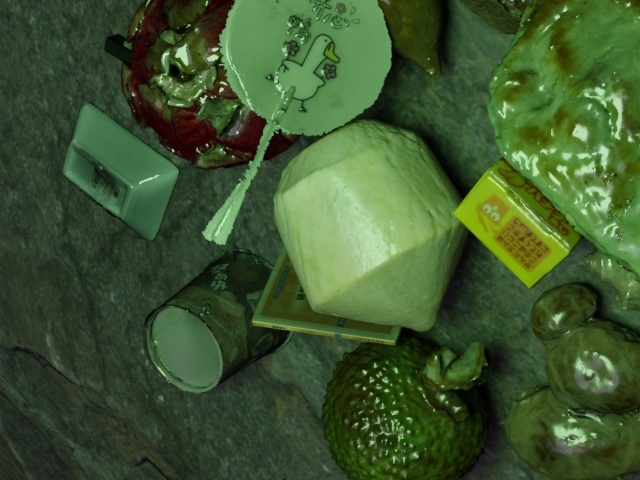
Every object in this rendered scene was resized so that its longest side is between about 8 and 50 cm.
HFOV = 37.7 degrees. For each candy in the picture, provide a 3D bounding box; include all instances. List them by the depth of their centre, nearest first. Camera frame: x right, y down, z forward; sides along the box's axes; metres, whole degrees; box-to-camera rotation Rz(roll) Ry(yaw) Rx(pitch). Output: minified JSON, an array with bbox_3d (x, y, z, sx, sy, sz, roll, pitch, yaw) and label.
[{"bbox_3d":[0.299,-0.061,1.234,0.146,0.276,0.088,43,129,8],"label":"candy"}]

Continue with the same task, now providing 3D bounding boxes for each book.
[{"bbox_3d":[0.026,0.084,1.518,0.241,0.170,0.018,6,139,19],"label":"book"}]

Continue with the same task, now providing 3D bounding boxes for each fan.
[{"bbox_3d":[-0.050,-0.181,1.258,0.233,0.012,0.415,24,93,-12],"label":"fan"}]

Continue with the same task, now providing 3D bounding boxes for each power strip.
[{"bbox_3d":[-0.333,-0.329,1.663,0.111,0.038,0.029,33,124,18],"label":"power strip"}]

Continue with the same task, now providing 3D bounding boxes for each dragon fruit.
[{"bbox_3d":[-0.134,-0.262,1.399,0.329,0.329,0.329,13,116,27],"label":"dragon fruit"}]

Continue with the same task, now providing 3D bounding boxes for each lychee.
[{"bbox_3d":[0.137,0.280,1.498,0.270,0.270,0.320,59,162,-3],"label":"lychee"}]

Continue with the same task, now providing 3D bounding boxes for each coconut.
[{"bbox_3d":[0.083,-0.011,1.381,0.329,0.329,0.329,13,116,27],"label":"coconut"}]

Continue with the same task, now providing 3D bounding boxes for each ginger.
[{"bbox_3d":[0.398,0.217,1.383,0.244,0.155,0.304,16,109,34],"label":"ginger"}]

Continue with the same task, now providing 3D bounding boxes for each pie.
[{"bbox_3d":[0.401,-0.175,1.097,0.395,0.180,0.418,33,92,14],"label":"pie"}]

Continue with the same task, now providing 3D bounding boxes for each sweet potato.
[{"bbox_3d":[0.065,-0.388,1.326,0.369,0.158,0.158,43,126,4],"label":"sweet potato"}]

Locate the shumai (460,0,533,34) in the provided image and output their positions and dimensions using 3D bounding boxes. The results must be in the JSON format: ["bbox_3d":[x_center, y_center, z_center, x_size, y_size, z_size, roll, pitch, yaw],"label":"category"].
[{"bbox_3d":[0.240,-0.388,1.233,0.175,0.166,0.206,-43,97,10],"label":"shumai"}]

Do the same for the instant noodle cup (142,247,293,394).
[{"bbox_3d":[-0.185,0.151,1.669,0.217,0.207,0.217,14,118,27],"label":"instant noodle cup"}]

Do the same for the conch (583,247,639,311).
[{"bbox_3d":[0.470,0.003,1.239,0.245,0.163,0.178,-1,130,1],"label":"conch"}]

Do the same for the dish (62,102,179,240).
[{"bbox_3d":[-0.400,-0.120,1.767,0.243,0.080,0.182,35,124,14],"label":"dish"}]
